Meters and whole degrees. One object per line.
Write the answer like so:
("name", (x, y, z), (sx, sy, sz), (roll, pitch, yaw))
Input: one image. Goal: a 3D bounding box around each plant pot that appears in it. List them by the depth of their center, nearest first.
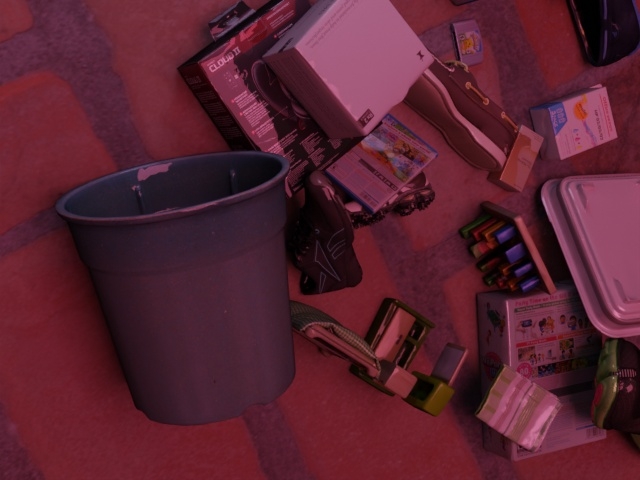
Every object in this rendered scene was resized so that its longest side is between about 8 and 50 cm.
("plant pot", (-0.185, 0.071, 1.525), (0.341, 0.341, 0.334), (-17, 108, -24))

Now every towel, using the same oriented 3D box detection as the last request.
("towel", (0.360, 0.304, 1.851), (0.152, 0.023, 0.113), (33, 81, -23))

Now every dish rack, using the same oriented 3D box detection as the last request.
("dish rack", (0.586, 0.009, 1.927), (0.285, 0.072, 0.333), (-4, 65, -27))

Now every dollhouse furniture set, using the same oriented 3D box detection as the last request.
("dollhouse furniture set", (0.081, 0.144, 1.712), (0.301, 0.197, 0.151), (34, 80, -24))

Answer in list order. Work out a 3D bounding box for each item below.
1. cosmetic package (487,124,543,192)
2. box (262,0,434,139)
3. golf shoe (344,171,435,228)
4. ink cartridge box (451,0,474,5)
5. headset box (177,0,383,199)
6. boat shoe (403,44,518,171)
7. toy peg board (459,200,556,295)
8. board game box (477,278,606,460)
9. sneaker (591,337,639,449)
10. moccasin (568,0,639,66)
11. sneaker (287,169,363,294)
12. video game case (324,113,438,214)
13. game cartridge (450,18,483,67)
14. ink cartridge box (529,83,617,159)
("cosmetic package", (0.364, -0.152, 1.914), (0.060, 0.041, 0.115), (25, 83, -25))
("box", (0.044, -0.281, 1.587), (0.181, 0.119, 0.182), (-49, 112, -19))
("golf shoe", (0.098, -0.080, 1.785), (0.198, 0.077, 0.094), (-15, 78, -23))
("ink cartridge box", (0.305, -0.523, 1.800), (0.086, 0.148, 0.203), (40, 76, -21))
("headset box", (-0.071, -0.246, 1.659), (0.218, 0.110, 0.293), (-41, 109, -18))
("boat shoe", (0.231, -0.255, 1.806), (0.324, 0.116, 0.097), (41, 72, -26))
("toy peg board", (0.330, 0.027, 1.854), (0.079, 0.160, 0.161), (-31, 106, -4))
("board game box", (0.418, 0.239, 1.939), (0.224, 0.097, 0.303), (-7, 98, -26))
("sneaker", (0.652, 0.305, 1.928), (0.483, 0.202, 0.185), (31, 65, -47))
("moccasin", (0.500, -0.482, 1.905), (0.117, 0.137, 0.342), (-34, 106, -15))
("sneaker", (0.000, 0.000, 1.675), (0.106, 0.101, 0.267), (-21, 136, -7))
("video game case", (0.104, -0.133, 1.761), (0.119, 0.015, 0.166), (41, 68, 19))
("game cartridge", (0.269, -0.359, 1.868), (0.056, 0.017, 0.083), (-19, 102, -27))
("ink cartridge box", (0.498, -0.229, 1.961), (0.181, 0.061, 0.104), (-22, 103, -23))
